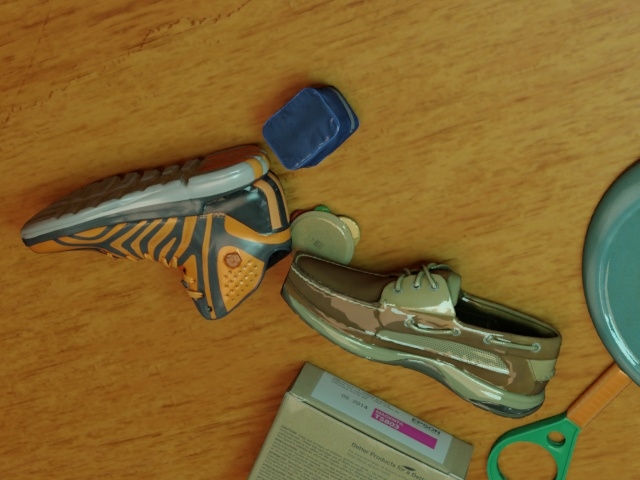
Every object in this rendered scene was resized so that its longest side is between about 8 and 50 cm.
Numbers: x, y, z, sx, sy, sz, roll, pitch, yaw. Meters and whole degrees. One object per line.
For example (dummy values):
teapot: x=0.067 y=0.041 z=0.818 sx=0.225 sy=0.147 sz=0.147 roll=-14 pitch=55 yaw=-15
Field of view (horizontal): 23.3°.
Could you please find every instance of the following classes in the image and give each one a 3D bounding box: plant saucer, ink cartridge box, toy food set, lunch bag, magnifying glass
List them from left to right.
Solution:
lunch bag: x=-0.011 y=-0.121 z=1.703 sx=0.098 sy=0.065 sz=0.067 roll=-38 pitch=79 yaw=26
toy food set: x=0.000 y=0.000 z=1.784 sx=0.082 sy=0.020 sz=0.083 roll=24 pitch=119 yaw=5
ink cartridge box: x=0.040 y=0.285 z=1.868 sx=0.235 sy=0.088 sz=0.193 roll=27 pitch=118 yaw=4
magnifying glass: x=0.280 y=0.222 z=1.804 sx=0.092 sy=0.026 sz=0.231 roll=38 pitch=121 yaw=-3
plant saucer: x=0.412 y=0.055 z=1.619 sx=0.318 sy=0.044 sz=0.317 roll=13 pitch=114 yaw=30

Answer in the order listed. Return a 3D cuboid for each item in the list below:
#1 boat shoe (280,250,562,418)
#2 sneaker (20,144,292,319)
boat shoe: x=0.119 y=0.080 z=1.740 sx=0.324 sy=0.122 sz=0.120 roll=23 pitch=114 yaw=-4
sneaker: x=-0.183 y=0.014 z=1.787 sx=0.321 sy=0.124 sz=0.180 roll=-11 pitch=110 yaw=21
